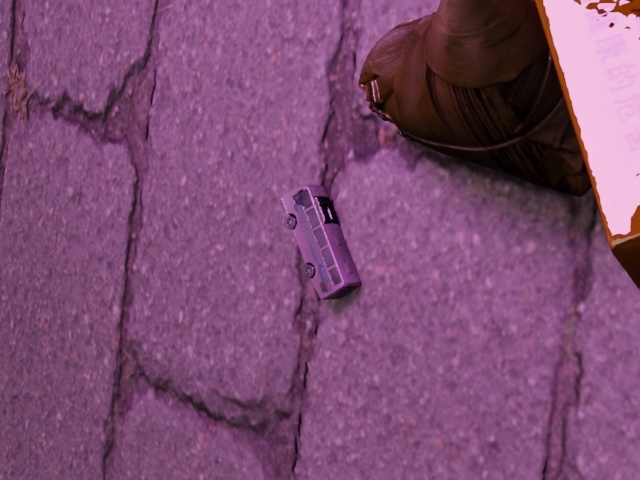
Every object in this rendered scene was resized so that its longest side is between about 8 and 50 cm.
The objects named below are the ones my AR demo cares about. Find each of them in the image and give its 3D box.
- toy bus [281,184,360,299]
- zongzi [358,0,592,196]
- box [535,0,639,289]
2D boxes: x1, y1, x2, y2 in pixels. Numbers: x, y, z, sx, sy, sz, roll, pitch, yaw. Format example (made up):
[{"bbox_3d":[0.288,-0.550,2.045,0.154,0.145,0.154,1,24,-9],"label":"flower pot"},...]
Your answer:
[{"bbox_3d":[0.000,0.000,1.290,0.052,0.037,0.130,-33,70,37],"label":"toy bus"},{"bbox_3d":[0.099,-0.172,1.011,0.274,0.300,0.145,22,82,44],"label":"zongzi"},{"bbox_3d":[0.365,-0.152,0.759,0.415,0.116,0.264,-20,63,19],"label":"box"}]
